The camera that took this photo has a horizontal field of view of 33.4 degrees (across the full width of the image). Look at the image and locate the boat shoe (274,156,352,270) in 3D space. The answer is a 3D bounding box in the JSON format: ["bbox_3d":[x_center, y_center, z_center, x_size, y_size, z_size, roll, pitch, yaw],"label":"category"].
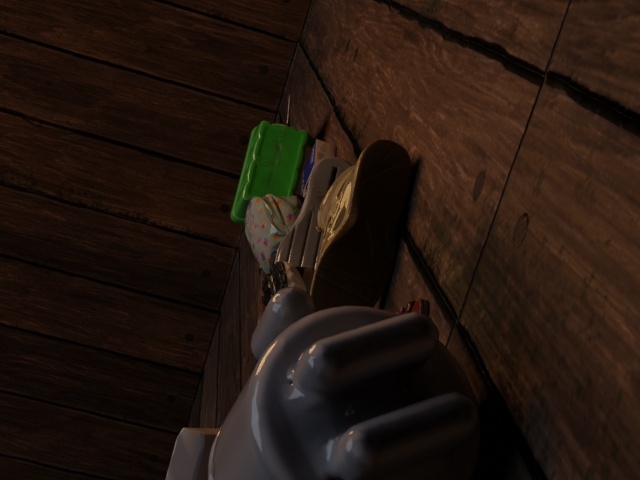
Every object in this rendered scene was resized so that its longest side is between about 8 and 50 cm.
[{"bbox_3d":[0.000,0.000,1.744,0.094,0.109,0.302,91,-165,-53],"label":"boat shoe"}]

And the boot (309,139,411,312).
[{"bbox_3d":[0.037,0.003,1.447,0.203,0.095,0.262,155,131,-78],"label":"boot"}]

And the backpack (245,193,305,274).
[{"bbox_3d":[-0.063,-0.009,1.923,0.152,0.115,0.182,-63,36,32],"label":"backpack"}]

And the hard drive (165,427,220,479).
[{"bbox_3d":[-0.127,0.376,1.463,0.353,0.047,0.233,29,-105,-69],"label":"hard drive"}]

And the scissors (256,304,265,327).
[{"bbox_3d":[-0.116,0.167,2.374,0.297,0.021,0.109,-169,96,-83],"label":"scissors"}]

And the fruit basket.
[{"bbox_3d":[-0.091,-0.113,2.417,0.353,0.165,0.327,82,-160,-71],"label":"fruit basket"}]

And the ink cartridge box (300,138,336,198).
[{"bbox_3d":[-0.008,-0.098,2.068,0.207,0.046,0.097,-86,15,-52],"label":"ink cartridge box"}]

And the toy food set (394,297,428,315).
[{"bbox_3d":[0.092,0.102,1.181,0.122,0.019,0.078,117,165,-54],"label":"toy food set"}]

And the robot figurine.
[{"bbox_3d":[0.013,0.190,0.943,0.353,0.199,0.300,121,134,-58],"label":"robot figurine"}]

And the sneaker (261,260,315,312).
[{"bbox_3d":[-0.013,0.161,1.539,0.100,0.108,0.272,-34,55,54],"label":"sneaker"}]
